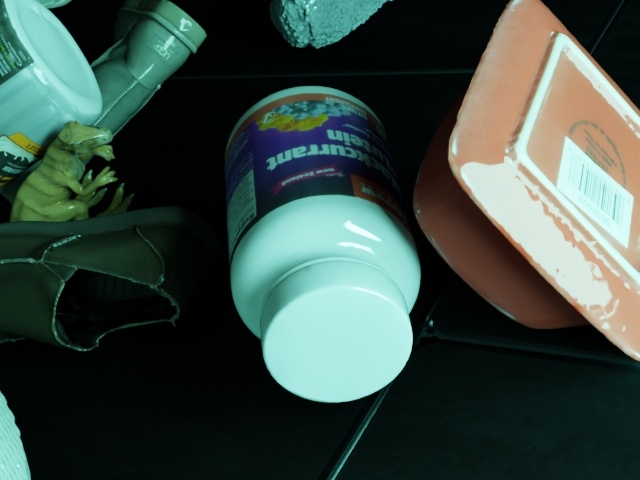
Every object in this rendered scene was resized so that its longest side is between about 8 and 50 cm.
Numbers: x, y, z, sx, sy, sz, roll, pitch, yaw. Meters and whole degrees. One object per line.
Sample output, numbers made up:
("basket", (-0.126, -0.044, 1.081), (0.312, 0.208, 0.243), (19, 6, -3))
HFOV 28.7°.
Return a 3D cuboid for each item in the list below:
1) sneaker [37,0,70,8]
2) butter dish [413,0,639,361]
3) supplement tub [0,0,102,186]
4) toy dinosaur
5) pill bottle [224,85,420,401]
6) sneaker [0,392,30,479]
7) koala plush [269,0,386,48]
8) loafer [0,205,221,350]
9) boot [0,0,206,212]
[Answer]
("sneaker", (-0.318, -0.292, 1.346), (0.232, 0.090, 0.115), (-12, 41, 23))
("butter dish", (0.108, -0.022, 0.676), (0.118, 0.160, 0.160), (-28, 26, 43))
("supplement tub", (-0.264, -0.087, 0.906), (0.190, 0.117, 0.117), (-32, 33, 12))
("toy dinosaur", (-0.205, -0.021, 0.922), (0.064, 0.112, 0.211), (54, 124, 26))
("pill bottle", (0.000, 0.000, 0.729), (0.108, 0.108, 0.193), (-22, 35, 9))
("sneaker", (-0.243, 0.158, 0.672), (0.150, 0.135, 0.366), (-27, 33, -3))
("koala plush", (-0.005, -0.299, 1.066), (0.203, 0.196, 0.221), (-27, 32, -19))
("loafer", (-0.176, 0.033, 0.832), (0.220, 0.080, 0.078), (-14, 36, 19))
("boot", (-0.193, -0.106, 1.038), (0.208, 0.076, 0.189), (-54, 13, -6))
